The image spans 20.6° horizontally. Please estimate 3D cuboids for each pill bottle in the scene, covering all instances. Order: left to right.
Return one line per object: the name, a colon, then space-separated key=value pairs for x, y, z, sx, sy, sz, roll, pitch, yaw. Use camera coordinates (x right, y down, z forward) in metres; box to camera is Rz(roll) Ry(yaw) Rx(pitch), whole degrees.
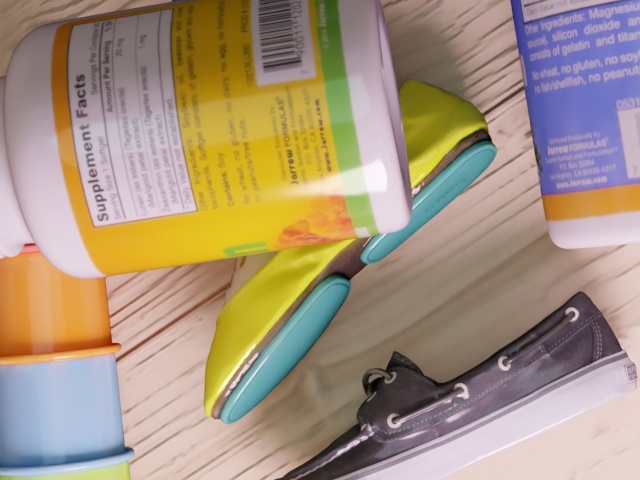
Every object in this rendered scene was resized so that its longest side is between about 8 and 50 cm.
pill bottle: x=-0.082 y=-0.054 z=0.920 sx=0.246 sy=0.136 sz=0.136 roll=-9 pitch=92 yaw=6
pill bottle: x=0.174 y=-0.139 z=0.932 sx=0.152 sy=0.152 sz=0.272 roll=-9 pitch=91 yaw=8

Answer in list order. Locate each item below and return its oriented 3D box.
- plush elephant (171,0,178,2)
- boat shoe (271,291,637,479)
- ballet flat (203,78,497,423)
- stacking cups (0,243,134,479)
plush elephant: x=-0.039 y=-0.300 z=0.919 sx=0.272 sy=0.255 sz=0.330 roll=25 pitch=138 yaw=-32
boat shoe: x=0.063 y=0.095 z=0.997 sx=0.228 sy=0.080 sz=0.076 roll=-24 pitch=83 yaw=7
ballet flat: x=0.000 y=0.000 z=1.005 sx=0.231 sy=0.077 sz=0.077 roll=-46 pitch=74 yaw=1
stacking cups: x=-0.145 y=0.097 z=1.019 sx=0.096 sy=0.096 sz=0.316 roll=-2 pitch=91 yaw=8
